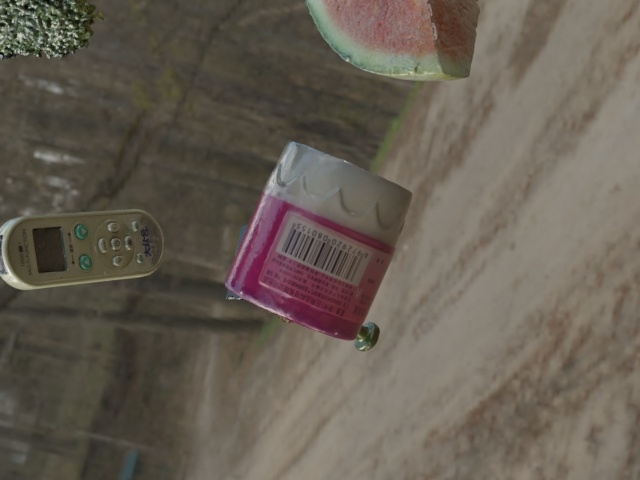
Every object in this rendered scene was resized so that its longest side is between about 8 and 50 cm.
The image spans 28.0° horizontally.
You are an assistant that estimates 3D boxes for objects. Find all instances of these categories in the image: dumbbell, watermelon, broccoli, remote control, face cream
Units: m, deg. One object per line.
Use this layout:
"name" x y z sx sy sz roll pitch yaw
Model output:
"dumbbell" 0.042 0.131 2.061 0.046 0.118 0.052 -23 41 42
"watermelon" 0.127 -0.366 2.065 0.231 0.193 0.310 -55 36 -4
"broccoli" -0.305 -0.351 1.601 0.252 0.361 0.221 13 114 51
"remote control" -0.261 0.009 1.399 0.221 0.042 0.078 -6 -92 -48
"face cream" 0.000 0.000 1.528 0.175 0.175 0.194 -127 62 -87

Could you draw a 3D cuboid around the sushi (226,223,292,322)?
"sushi" -0.014 0.055 1.848 0.150 0.172 0.153 50 -147 -34
